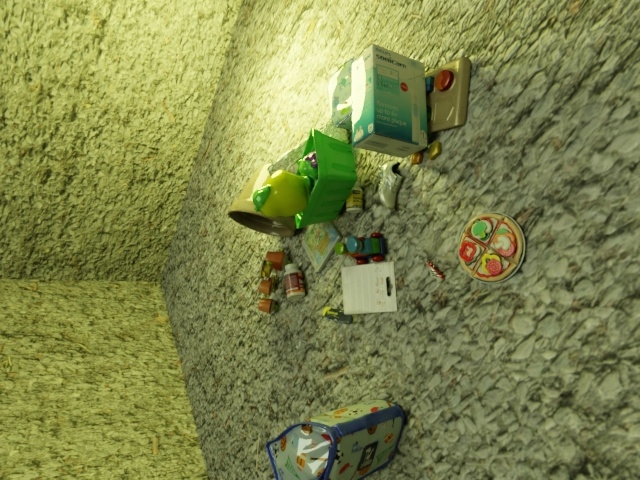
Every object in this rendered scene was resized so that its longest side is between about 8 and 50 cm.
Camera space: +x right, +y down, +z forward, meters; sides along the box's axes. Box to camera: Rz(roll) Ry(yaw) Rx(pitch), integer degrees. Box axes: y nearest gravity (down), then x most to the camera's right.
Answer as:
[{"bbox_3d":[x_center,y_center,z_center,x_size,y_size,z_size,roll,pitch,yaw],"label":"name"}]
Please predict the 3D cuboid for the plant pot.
[{"bbox_3d":[-0.240,-0.200,1.929,0.323,0.323,0.280,-2,67,54],"label":"plant pot"}]

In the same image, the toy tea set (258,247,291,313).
[{"bbox_3d":[-0.222,0.204,1.981,0.200,0.124,0.335,-76,-5,-55],"label":"toy tea set"}]

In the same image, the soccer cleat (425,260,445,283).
[{"bbox_3d":[0.351,0.098,1.260,0.083,0.029,0.035,53,123,38],"label":"soccer cleat"}]

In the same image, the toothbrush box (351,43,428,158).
[{"bbox_3d":[0.221,-0.438,1.301,0.126,0.217,0.295,-18,68,59],"label":"toothbrush box"}]

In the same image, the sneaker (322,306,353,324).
[{"bbox_3d":[0.077,0.299,1.599,0.144,0.059,0.053,11,69,45],"label":"sneaker"}]

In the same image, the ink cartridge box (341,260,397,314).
[{"bbox_3d":[0.184,0.177,1.483,0.225,0.056,0.180,-10,76,34],"label":"ink cartridge box"}]

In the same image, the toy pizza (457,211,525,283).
[{"bbox_3d":[0.460,0.019,1.115,0.201,0.032,0.201,-11,77,54],"label":"toy pizza"}]

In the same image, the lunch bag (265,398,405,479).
[{"bbox_3d":[0.059,0.675,1.332,0.385,0.328,0.238,-52,51,35],"label":"lunch bag"}]

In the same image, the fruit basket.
[{"bbox_3d":[-0.080,-0.212,1.542,0.392,0.392,0.282,-38,48,45],"label":"fruit basket"}]

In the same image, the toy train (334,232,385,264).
[{"bbox_3d":[0.110,0.036,1.505,0.248,0.144,0.105,-17,71,52],"label":"toy train"}]

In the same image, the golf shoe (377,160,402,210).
[{"bbox_3d":[0.249,-0.196,1.415,0.086,0.069,0.176,-16,73,46],"label":"golf shoe"}]

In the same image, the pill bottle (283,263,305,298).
[{"bbox_3d":[-0.122,0.187,1.859,0.086,0.086,0.151,-35,59,47],"label":"pill bottle"}]

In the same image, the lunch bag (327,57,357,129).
[{"bbox_3d":[0.112,-0.515,1.436,0.176,0.090,0.218,-26,65,51],"label":"lunch bag"}]

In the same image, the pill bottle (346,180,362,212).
[{"bbox_3d":[0.131,-0.169,1.571,0.065,0.065,0.116,-11,77,53],"label":"pill bottle"}]

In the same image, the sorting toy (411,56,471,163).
[{"bbox_3d":[0.362,-0.408,1.302,0.229,0.041,0.307,5,89,55],"label":"sorting toy"}]

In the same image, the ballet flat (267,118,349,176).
[{"bbox_3d":[-0.052,-0.356,1.718,0.409,0.147,0.146,-34,56,21],"label":"ballet flat"}]

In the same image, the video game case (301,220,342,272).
[{"bbox_3d":[0.000,0.000,1.768,0.212,0.023,0.193,-59,43,31],"label":"video game case"}]
